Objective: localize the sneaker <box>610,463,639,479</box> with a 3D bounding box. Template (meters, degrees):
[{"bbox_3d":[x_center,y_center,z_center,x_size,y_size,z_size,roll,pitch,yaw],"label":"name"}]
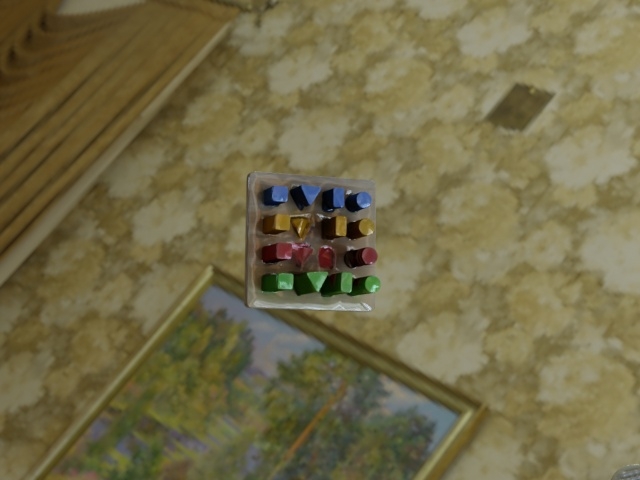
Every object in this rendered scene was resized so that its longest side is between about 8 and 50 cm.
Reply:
[{"bbox_3d":[0.648,0.507,1.957,0.366,0.135,0.150,35,-20,33],"label":"sneaker"}]

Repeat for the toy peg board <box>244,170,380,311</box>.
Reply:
[{"bbox_3d":[0.000,0.000,1.383,0.161,0.160,0.079,3,-6,-20],"label":"toy peg board"}]
